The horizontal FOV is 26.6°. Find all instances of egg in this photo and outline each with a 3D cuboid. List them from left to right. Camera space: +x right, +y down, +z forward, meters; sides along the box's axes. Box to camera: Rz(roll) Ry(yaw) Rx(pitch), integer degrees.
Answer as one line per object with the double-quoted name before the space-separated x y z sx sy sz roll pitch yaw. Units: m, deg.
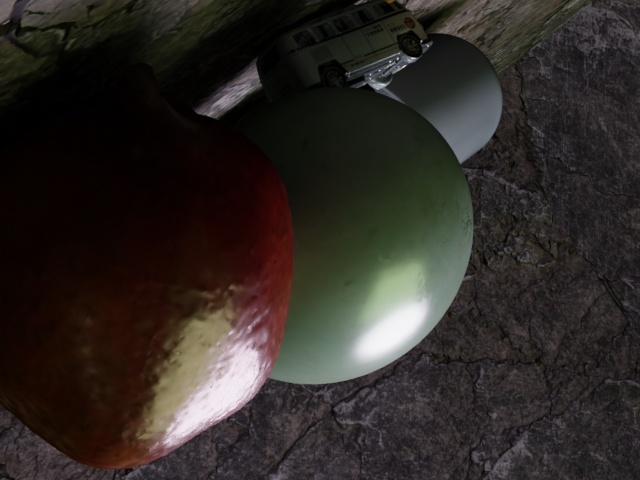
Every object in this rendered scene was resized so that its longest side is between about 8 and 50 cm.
"egg" 0.000 0.000 1.326 0.276 0.276 0.389 -34 173 -24

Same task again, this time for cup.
"cup" 0.124 -0.175 1.940 0.205 0.205 0.312 -37 178 37

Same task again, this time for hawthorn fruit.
"hawthorn fruit" -0.151 0.026 1.082 0.311 0.295 0.295 -32 180 40

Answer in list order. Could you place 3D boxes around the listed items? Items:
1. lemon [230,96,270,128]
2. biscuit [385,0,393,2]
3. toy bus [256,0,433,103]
"lemon" -0.027 -0.089 1.670 0.231 0.192 0.192 -41 -179 -26
"biscuit" 0.153 -0.320 1.417 0.184 0.035 0.249 -36 179 44
"toy bus" 0.025 -0.194 1.414 0.194 0.089 0.087 -26 175 -34
